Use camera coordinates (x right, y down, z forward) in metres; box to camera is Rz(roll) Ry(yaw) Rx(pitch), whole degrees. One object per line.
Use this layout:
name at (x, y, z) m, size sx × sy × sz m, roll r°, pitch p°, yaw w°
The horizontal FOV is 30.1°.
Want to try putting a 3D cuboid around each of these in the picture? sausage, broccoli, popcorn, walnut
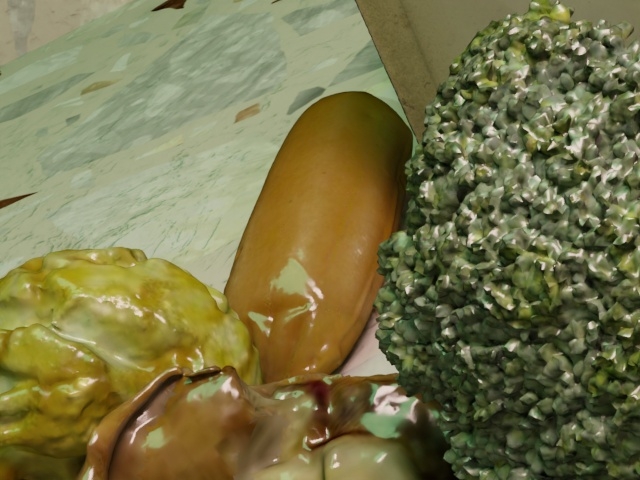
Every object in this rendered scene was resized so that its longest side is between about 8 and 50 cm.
sausage at (-0.001, -0.004, 1.010) m, size 0.134 × 0.116 × 0.354 m, roll -6°, pitch 34°, yaw 17°
broccoli at (0.197, -0.008, 0.589) m, size 0.221 × 0.252 × 0.361 m, roll 15°, pitch 29°, yaw 35°
popcorn at (-0.135, 0.108, 0.784) m, size 0.204 × 0.221 × 0.184 m, roll -36°, pitch 21°, yaw 14°
walnut at (0.003, 0.162, 0.633) m, size 0.204 × 0.141 × 0.238 m, roll -40°, pitch 67°, yaw -16°

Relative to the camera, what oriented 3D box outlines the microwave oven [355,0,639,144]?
microwave oven at (0.212, -0.212, 0.863) m, size 0.333 × 0.394 × 0.247 m, roll -6°, pitch 32°, yaw 36°
